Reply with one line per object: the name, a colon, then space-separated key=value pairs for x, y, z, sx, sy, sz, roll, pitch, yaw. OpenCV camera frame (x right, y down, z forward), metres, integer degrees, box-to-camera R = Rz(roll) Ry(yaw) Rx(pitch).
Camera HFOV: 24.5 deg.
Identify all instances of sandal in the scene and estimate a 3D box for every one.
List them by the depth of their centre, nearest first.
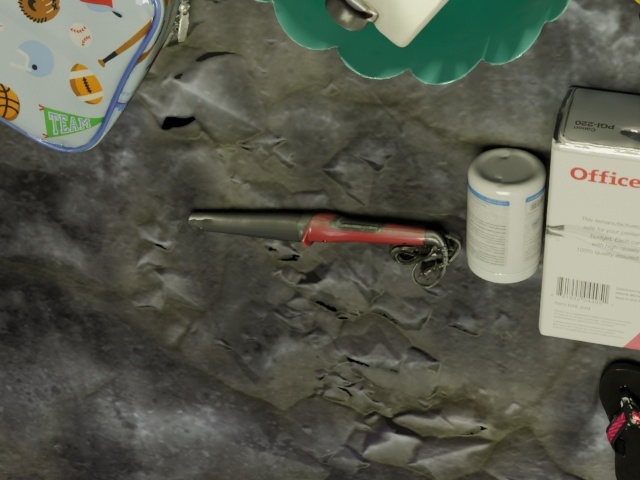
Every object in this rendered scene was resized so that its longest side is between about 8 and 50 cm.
sandal: x=0.316 y=0.195 z=1.474 sx=0.067 sy=0.040 sz=0.179 roll=-1 pitch=127 yaw=20

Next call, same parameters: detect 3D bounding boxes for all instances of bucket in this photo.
bucket: x=0.073 y=-0.276 z=1.090 sx=0.281 sy=0.183 sz=0.281 roll=9 pitch=130 yaw=11

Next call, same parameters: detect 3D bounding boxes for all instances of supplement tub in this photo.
supplement tub: x=0.167 y=-0.023 z=1.333 sx=0.071 sy=0.071 sz=0.107 roll=9 pitch=129 yaw=13

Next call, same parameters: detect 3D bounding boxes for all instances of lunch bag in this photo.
lunch bag: x=-0.263 y=-0.232 z=1.292 sx=0.303 sy=0.115 sz=0.243 roll=30 pitch=129 yaw=-5

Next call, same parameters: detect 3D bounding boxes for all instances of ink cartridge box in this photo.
ink cartridge box: x=0.278 y=-0.014 z=1.286 sx=0.158 sy=0.092 sz=0.218 roll=9 pitch=131 yaw=14

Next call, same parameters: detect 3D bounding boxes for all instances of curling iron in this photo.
curling iron: x=0.000 y=0.000 z=1.433 sx=0.274 sy=0.035 sz=0.068 roll=8 pitch=129 yaw=13

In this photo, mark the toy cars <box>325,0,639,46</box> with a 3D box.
toy cars: x=0.115 y=-0.214 z=0.952 sx=0.393 sy=0.087 sz=0.177 roll=7 pitch=124 yaw=17
